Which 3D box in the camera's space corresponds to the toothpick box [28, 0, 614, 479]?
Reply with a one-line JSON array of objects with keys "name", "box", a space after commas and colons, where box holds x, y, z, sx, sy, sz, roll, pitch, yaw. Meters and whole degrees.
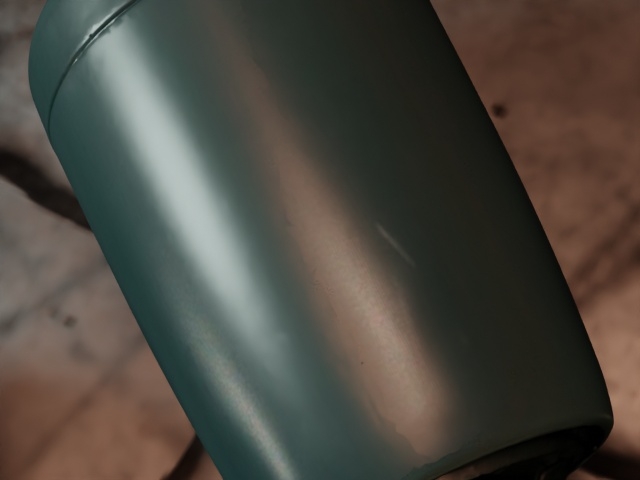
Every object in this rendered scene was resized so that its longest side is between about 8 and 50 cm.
[{"name": "toothpick box", "box": [0.000, 0.000, 0.401, 0.120, 0.120, 0.184, -25, 67, -2]}]
